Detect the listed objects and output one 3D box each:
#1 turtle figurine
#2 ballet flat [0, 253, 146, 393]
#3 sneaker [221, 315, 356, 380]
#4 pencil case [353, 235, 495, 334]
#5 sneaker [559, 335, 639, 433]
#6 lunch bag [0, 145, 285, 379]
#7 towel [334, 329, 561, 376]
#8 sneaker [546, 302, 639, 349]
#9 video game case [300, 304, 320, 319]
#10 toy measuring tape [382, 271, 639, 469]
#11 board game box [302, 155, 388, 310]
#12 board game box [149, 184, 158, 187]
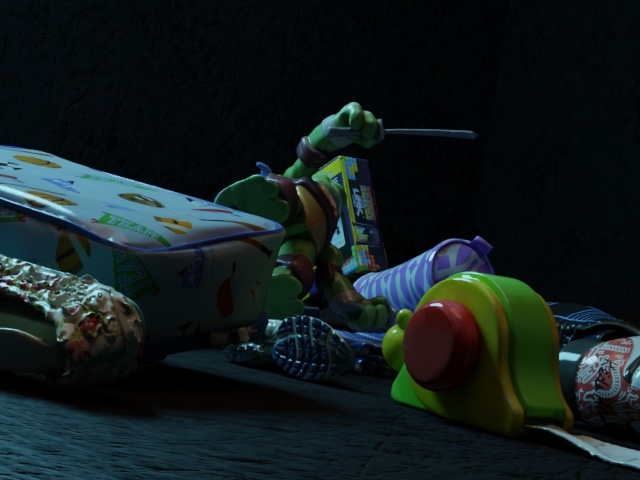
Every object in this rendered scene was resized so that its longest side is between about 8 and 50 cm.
[{"bbox_3d":[0.027,-0.017,1.634,0.274,0.198,0.266,27,22,13],"label":"turtle figurine"},{"bbox_3d":[-0.224,0.051,1.163,0.241,0.091,0.077,5,22,35],"label":"ballet flat"},{"bbox_3d":[-0.017,0.088,1.465,0.135,0.052,0.058,11,-2,41],"label":"sneaker"},{"bbox_3d":[0.105,0.052,1.861,0.086,0.088,0.206,35,-27,-18],"label":"pencil case"},{"bbox_3d":[0.327,0.111,1.430,0.270,0.090,0.145,-8,13,-41],"label":"sneaker"},{"bbox_3d":[-0.184,0.008,1.332,0.303,0.115,0.243,19,14,30],"label":"lunch bag"},{"bbox_3d":[0.117,0.108,1.726,0.336,0.040,0.243,8,1,-31],"label":"towel"},{"bbox_3d":[0.284,0.109,1.859,0.232,0.081,0.090,12,-4,42],"label":"sneaker"},{"bbox_3d":[-0.179,0.061,1.835,0.248,0.035,0.274,10,2,38],"label":"video game case"},{"bbox_3d":[0.160,0.088,1.274,0.121,0.121,0.330,8,2,-39],"label":"toy measuring tape"},{"bbox_3d":[0.000,0.000,2.032,0.048,0.141,0.170,8,-26,-37],"label":"board game box"},{"bbox_3d":[-0.195,0.012,1.635,0.208,0.056,0.347,29,15,27],"label":"board game box"}]
